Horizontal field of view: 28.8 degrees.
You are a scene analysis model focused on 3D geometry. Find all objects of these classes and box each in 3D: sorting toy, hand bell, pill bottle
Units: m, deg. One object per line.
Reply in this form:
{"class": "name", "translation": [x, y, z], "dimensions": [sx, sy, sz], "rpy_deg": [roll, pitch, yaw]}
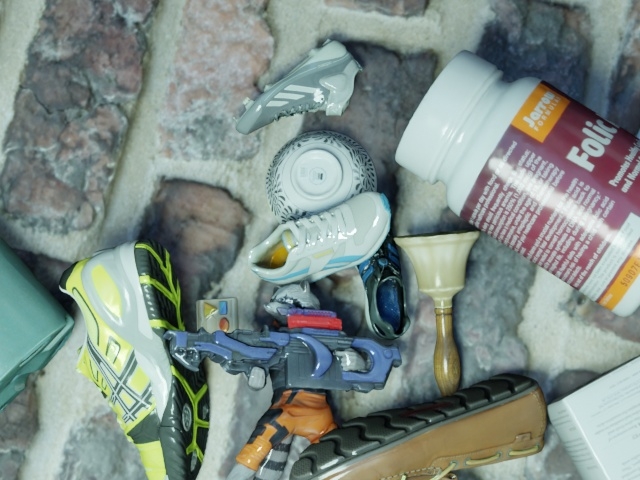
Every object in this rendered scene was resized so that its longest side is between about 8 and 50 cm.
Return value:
{"class": "sorting toy", "translation": [-0.153, 0.127, 1.847], "dimensions": [0.062, 0.012, 0.083], "rpy_deg": [-4, 80, 4]}
{"class": "hand bell", "translation": [0.177, 0.110, 1.788], "dimensions": [0.126, 0.126, 0.242], "rpy_deg": [-5, 91, 4]}
{"class": "pill bottle", "translation": [0.317, -0.087, 1.735], "dimensions": [0.392, 0.224, 0.224], "rpy_deg": [33, 85, 9]}

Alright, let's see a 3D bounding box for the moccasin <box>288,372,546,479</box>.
{"class": "moccasin", "translation": [0.138, 0.296, 1.696], "dimensions": [0.380, 0.139, 0.147], "rpy_deg": [-15, 101, -27]}

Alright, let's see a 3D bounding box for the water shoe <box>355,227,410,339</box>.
{"class": "water shoe", "translation": [0.092, 0.041, 1.794], "dimensions": [0.073, 0.080, 0.203], "rpy_deg": [-13, 88, -19]}

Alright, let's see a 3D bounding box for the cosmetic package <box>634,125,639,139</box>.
{"class": "cosmetic package", "translation": [0.557, -0.106, 1.772], "dimensions": [0.231, 0.117, 0.085], "rpy_deg": [31, 85, 8]}

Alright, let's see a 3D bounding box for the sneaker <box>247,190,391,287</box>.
{"class": "sneaker", "translation": [0.000, 0.000, 1.768], "dimensions": [0.229, 0.092, 0.087], "rpy_deg": [-32, 61, 27]}

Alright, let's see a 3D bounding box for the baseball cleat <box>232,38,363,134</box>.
{"class": "baseball cleat", "translation": [-0.028, -0.209, 1.864], "dimensions": [0.206, 0.072, 0.109], "rpy_deg": [-41, 86, 1]}

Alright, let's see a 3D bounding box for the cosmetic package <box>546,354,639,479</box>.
{"class": "cosmetic package", "translation": [0.457, 0.346, 1.663], "dimensions": [0.155, 0.197, 0.365], "rpy_deg": [-28, 81, -4]}

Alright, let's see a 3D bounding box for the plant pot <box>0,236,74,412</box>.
{"class": "plant pot", "translation": [-0.549, 0.091, 1.744], "dimensions": [0.334, 0.341, 0.341], "rpy_deg": [43, 86, 3]}

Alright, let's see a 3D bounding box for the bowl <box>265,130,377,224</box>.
{"class": "bowl", "translation": [-0.002, -0.090, 1.837], "dimensions": [0.170, 0.080, 0.170], "rpy_deg": [-1, 80, 4]}

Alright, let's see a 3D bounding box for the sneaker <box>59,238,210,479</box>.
{"class": "sneaker", "translation": [-0.255, 0.186, 1.754], "dimensions": [0.147, 0.145, 0.384], "rpy_deg": [-7, 103, 13]}

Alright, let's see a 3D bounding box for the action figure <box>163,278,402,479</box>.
{"class": "action figure", "translation": [-0.077, 0.213, 1.749], "dimensions": [0.341, 0.178, 0.330], "rpy_deg": [14, 76, -18]}
